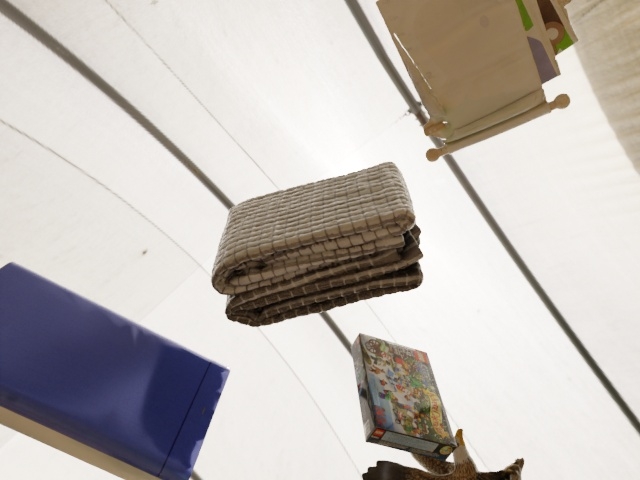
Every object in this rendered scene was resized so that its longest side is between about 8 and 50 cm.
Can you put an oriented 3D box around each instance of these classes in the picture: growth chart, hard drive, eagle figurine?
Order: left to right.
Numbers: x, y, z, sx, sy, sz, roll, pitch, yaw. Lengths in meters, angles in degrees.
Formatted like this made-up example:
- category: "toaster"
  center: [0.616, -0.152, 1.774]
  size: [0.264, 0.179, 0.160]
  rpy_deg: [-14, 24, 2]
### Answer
- category: "hard drive"
  center: [-0.275, 0.149, 0.626]
  size: [0.319, 0.210, 0.040]
  rpy_deg: [28, -71, -7]
- category: "eagle figurine"
  center: [0.259, 0.485, 1.095]
  size: [0.298, 0.225, 0.226]
  rpy_deg: [-3, -26, 21]
- category: "growth chart"
  center: [0.144, -0.188, 0.482]
  size: [0.172, 0.021, 0.237]
  rpy_deg: [-16, -53, 19]

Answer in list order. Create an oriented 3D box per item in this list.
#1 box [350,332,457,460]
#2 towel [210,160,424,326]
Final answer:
- category: "box"
  center: [0.148, 0.285, 1.007]
  size: [0.159, 0.233, 0.044]
  rpy_deg: [18, -61, -15]
- category: "towel"
  center: [0.000, 0.000, 0.771]
  size: [0.284, 0.235, 0.121]
  rpy_deg: [-15, -66, 6]
